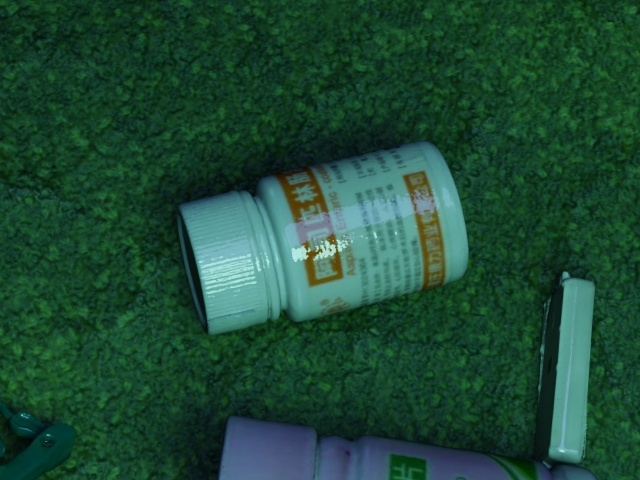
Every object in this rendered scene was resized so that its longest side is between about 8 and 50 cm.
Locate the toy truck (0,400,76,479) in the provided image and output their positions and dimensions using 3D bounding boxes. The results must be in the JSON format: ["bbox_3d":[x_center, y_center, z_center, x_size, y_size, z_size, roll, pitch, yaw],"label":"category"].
[{"bbox_3d":[-0.354,0.217,1.389,0.178,0.176,0.363,23,30,9],"label":"toy truck"}]

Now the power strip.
[{"bbox_3d":[0.225,0.127,1.591,0.035,0.081,0.192,9,69,-3],"label":"power strip"}]

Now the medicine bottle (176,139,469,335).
[{"bbox_3d":[0.000,0.000,1.584,0.252,0.144,0.144,-15,73,-7],"label":"medicine bottle"}]

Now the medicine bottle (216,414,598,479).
[{"bbox_3d":[0.064,0.273,1.456,0.325,0.212,0.212,10,70,-3],"label":"medicine bottle"}]
